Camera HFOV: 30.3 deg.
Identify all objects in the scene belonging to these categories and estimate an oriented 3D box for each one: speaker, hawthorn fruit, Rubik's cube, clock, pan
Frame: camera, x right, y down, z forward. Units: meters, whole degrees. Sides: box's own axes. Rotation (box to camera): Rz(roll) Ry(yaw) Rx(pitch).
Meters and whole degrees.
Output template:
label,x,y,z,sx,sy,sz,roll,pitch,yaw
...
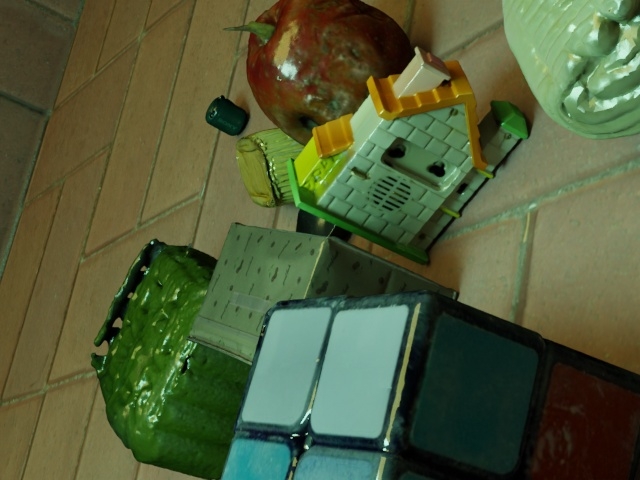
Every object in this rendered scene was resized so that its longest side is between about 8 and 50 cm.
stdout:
label,x,y,z,sx,sy,sz,roll,pitch,yaw
speaker,-0.185,-0.260,2.371,0.060,0.075,0.094,-42,28,43
hawthorn fruit,0.013,-0.272,1.848,0.258,0.262,0.258,-27,14,7
Rubik's cube,0.102,0.246,1.218,0.313,0.316,0.318,-10,62,58
clock,0.119,-0.122,1.573,0.255,0.220,0.106,-51,30,25
pan,-0.005,-0.005,1.884,0.202,0.048,0.128,-59,27,11

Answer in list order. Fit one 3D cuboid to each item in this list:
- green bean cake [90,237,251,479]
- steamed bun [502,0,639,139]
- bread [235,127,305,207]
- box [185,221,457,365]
label,x,y,z,sx,sy,sz,roll,pitch,yaw
green bean cake,-0.219,0.184,1.940,0.335,0.218,0.319,-66,28,4
steamed bun,0.360,-0.305,1.256,0.339,0.247,0.352,120,147,-48
bread,-0.068,-0.125,1.997,0.190,0.114,0.132,-154,52,-74
box,-0.004,0.103,1.608,0.297,0.225,0.190,12,80,61
